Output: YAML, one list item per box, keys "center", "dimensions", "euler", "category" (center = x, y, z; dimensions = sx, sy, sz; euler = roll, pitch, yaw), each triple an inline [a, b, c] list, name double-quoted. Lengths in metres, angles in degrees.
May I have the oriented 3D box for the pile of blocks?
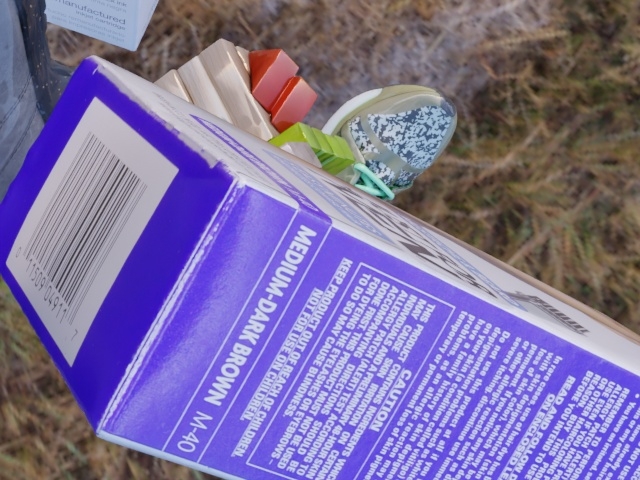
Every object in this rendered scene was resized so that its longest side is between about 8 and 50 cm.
- center: [0.000, 0.000, 0.855]
  dimensions: [0.113, 0.362, 0.149]
  euler: [-32, 140, 19]
  category: "pile of blocks"

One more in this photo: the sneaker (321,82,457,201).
- center: [0.028, -0.036, 1.710]
  dimensions: [0.410, 0.182, 0.158]
  euler: [-40, 127, 20]
  category: "sneaker"

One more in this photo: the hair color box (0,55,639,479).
- center: [0.042, 0.051, 0.573]
  dimensions: [0.339, 0.185, 0.110]
  euler: [27, 97, -33]
  category: "hair color box"

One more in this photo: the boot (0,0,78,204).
- center: [-0.232, -0.053, 0.642]
  dimensions: [0.222, 0.118, 0.338]
  euler: [-58, 148, -20]
  category: "boot"

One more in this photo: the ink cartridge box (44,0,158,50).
- center: [-0.199, -0.274, 0.986]
  dimensions: [0.172, 0.100, 0.237]
  euler: [19, 151, -1]
  category: "ink cartridge box"
